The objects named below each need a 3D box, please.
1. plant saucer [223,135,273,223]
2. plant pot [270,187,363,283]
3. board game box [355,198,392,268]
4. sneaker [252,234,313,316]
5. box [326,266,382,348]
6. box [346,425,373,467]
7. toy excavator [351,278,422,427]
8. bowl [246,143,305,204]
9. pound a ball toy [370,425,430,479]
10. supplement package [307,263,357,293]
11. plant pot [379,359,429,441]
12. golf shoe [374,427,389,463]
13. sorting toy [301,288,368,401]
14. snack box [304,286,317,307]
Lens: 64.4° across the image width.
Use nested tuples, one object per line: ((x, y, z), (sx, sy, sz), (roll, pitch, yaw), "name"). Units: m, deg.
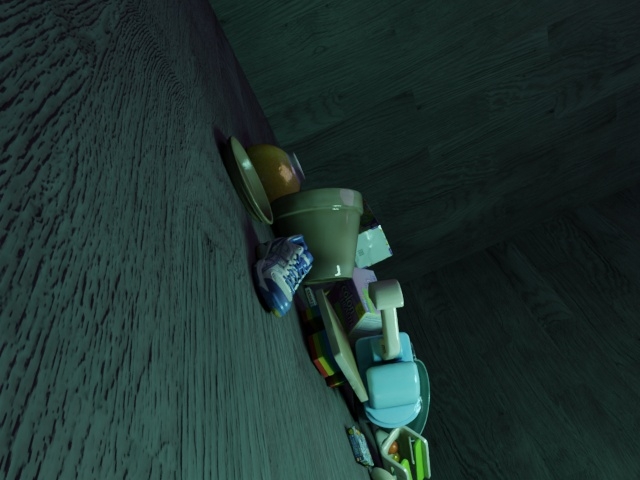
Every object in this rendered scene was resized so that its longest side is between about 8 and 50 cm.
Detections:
((-0.212, -0.168, 1.476), (0.278, 0.041, 0.278), (-24, 90, -87), "plant saucer")
((0.000, 0.000, 1.725), (0.323, 0.322, 0.281), (45, 38, -79), "plant pot")
((0.163, -0.030, 1.995), (0.275, 0.142, 0.144), (-108, 172, -63), "board game box")
((-0.083, 0.064, 1.220), (0.296, 0.130, 0.112), (-103, 171, -61), "sneaker")
((0.113, 0.255, 1.795), (0.117, 0.243, 0.214), (13, 38, -30), "box")
((0.115, 0.598, 1.468), (0.137, 0.027, 0.094), (61, 8, -56), "box")
((0.212, 0.359, 1.569), (0.445, 0.222, 0.434), (102, -19, -76), "toy excavator")
((-0.150, -0.254, 1.940), (0.289, 0.155, 0.290), (-24, 90, -86), "bowl")
((0.240, 0.741, 1.641), (0.135, 0.208, 0.319), (23, -37, 36), "pound a ball toy")
((0.033, 0.094, 2.016), (0.263, 0.199, 0.198), (46, 20, -78), "supplement package")
((0.270, 0.594, 1.934), (0.293, 0.196, 0.294), (7, 81, -56), "plant pot")
((0.246, 0.782, 1.891), (0.086, 0.069, 0.176), (48, 17, -59), "golf shoe")
((0.033, 0.324, 1.518), (0.257, 0.089, 0.256), (-109, 174, -50), "sorting toy")
((-0.014, 0.252, 1.788), (0.064, 0.022, 0.178), (61, 6, -59), "snack box")
